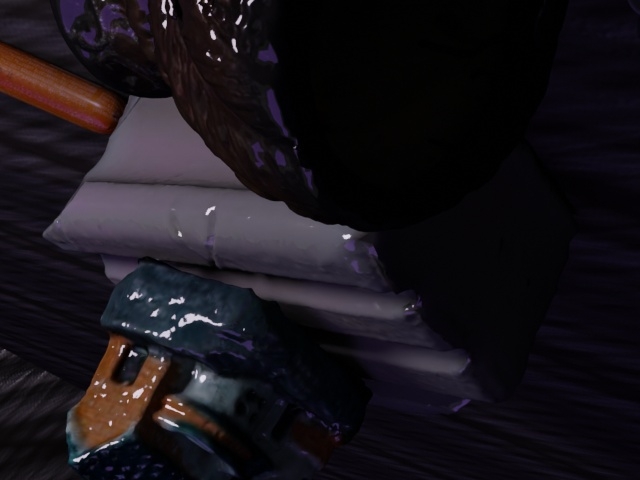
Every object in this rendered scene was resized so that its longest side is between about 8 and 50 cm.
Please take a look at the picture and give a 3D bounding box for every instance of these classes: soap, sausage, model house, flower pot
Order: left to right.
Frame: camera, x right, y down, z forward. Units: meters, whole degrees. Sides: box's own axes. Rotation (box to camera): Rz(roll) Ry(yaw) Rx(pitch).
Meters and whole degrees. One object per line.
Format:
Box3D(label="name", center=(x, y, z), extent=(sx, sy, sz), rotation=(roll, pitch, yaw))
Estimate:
Box3D(label="sausage", center=(-0.366, -0.198, 1.313), extent=(0.348, 0.053, 0.053), rotation=(24, 160, 2))
Box3D(label="model house", center=(-0.118, 0.202, 1.086), extent=(0.184, 0.291, 0.253), rotation=(16, 157, 35))
Box3D(label="flower pot", center=(-0.023, -0.163, 0.748), extent=(0.267, 0.266, 0.266), rotation=(22, 163, 40))
Box3D(label="soap", center=(0.000, 0.000, 1.154), extent=(0.435, 0.213, 0.350), rotation=(4, 149, 44))

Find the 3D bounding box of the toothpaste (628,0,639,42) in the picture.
Box3D(label="toothpaste", center=(0.266, -0.113, 0.815), extent=(0.089, 0.057, 0.234), rotation=(10, 163, 33))
